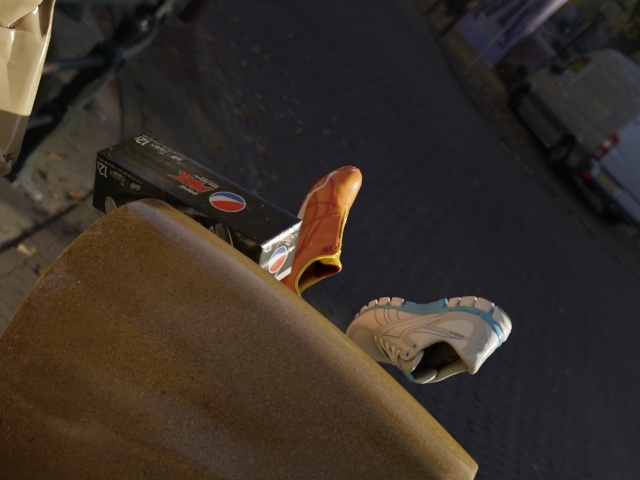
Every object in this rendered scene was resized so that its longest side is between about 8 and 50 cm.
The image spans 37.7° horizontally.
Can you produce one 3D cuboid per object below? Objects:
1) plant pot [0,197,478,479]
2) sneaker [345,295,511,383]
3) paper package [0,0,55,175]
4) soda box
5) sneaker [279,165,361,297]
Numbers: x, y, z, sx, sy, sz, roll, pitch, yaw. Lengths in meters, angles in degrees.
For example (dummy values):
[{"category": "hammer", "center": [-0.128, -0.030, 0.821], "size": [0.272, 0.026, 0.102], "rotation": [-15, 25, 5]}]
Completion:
[{"category": "plant pot", "center": [-0.042, 0.132, 0.580], "size": [0.254, 0.237, 0.237], "rotation": [25, 17, 13]}, {"category": "sneaker", "center": [0.088, 0.103, 0.919], "size": [0.071, 0.190, 0.083], "rotation": [55, 49, -21]}, {"category": "paper package", "center": [-0.412, -0.173, 0.667], "size": [0.309, 0.168, 0.325], "rotation": [0, 20, -46]}, {"category": "soda box", "center": [-0.101, -0.022, 0.743], "size": [0.169, 0.053, 0.060], "rotation": [29, 35, 23]}, {"category": "sneaker", "center": [0.000, 0.000, 0.898], "size": [0.067, 0.175, 0.064], "rotation": [25, -29, 14]}]
